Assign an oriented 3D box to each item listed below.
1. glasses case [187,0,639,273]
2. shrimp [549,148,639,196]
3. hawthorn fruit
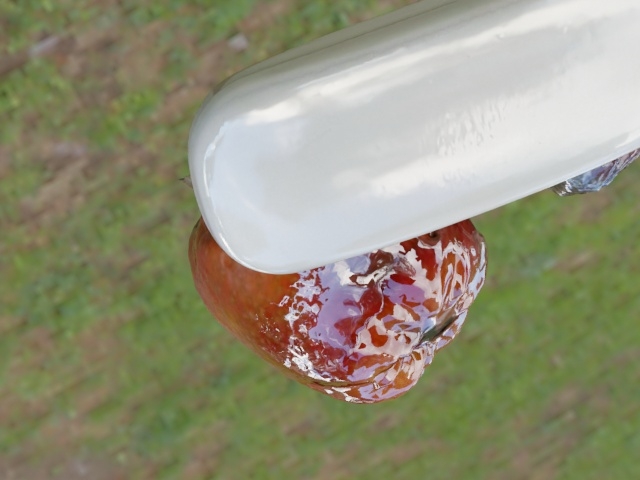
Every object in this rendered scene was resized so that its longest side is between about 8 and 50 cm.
[{"bbox_3d":[0.049,-0.050,0.717,0.204,0.081,0.051,-19,-157,-11],"label":"glasses case"},{"bbox_3d":[0.202,-0.129,1.214,0.233,0.090,0.079,-59,-166,19],"label":"shrimp"},{"bbox_3d":[0.013,0.007,1.183,0.173,0.179,0.173,-14,126,-19],"label":"hawthorn fruit"}]
